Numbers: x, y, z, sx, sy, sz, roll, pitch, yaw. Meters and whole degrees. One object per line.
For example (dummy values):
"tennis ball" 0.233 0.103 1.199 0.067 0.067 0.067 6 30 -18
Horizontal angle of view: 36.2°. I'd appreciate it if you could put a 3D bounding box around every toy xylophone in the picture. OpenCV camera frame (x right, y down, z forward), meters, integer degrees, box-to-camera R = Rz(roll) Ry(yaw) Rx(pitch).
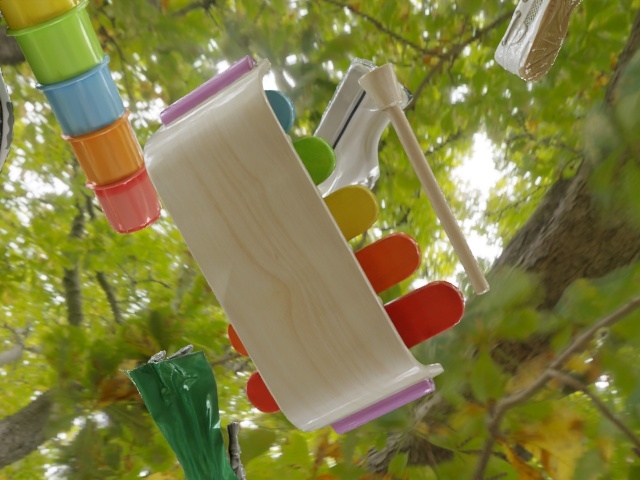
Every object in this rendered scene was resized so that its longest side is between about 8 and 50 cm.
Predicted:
"toy xylophone" 0.000 0.000 0.782 0.236 0.081 0.322 -21 -87 17

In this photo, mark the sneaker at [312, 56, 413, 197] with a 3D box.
"sneaker" 0.020 -0.078 1.123 0.091 0.094 0.258 28 -79 -4

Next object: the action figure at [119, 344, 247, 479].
"action figure" -0.140 0.241 1.176 0.137 0.063 0.232 -14 -78 37

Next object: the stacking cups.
"stacking cups" -0.255 -0.151 1.044 0.096 0.096 0.316 -18 -66 2

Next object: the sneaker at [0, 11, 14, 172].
"sneaker" -0.403 -0.191 1.015 0.107 0.124 0.283 -2 -88 25

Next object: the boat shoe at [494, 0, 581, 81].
"boat shoe" 0.348 -0.387 1.502 0.096 0.098 0.277 35 -77 38
